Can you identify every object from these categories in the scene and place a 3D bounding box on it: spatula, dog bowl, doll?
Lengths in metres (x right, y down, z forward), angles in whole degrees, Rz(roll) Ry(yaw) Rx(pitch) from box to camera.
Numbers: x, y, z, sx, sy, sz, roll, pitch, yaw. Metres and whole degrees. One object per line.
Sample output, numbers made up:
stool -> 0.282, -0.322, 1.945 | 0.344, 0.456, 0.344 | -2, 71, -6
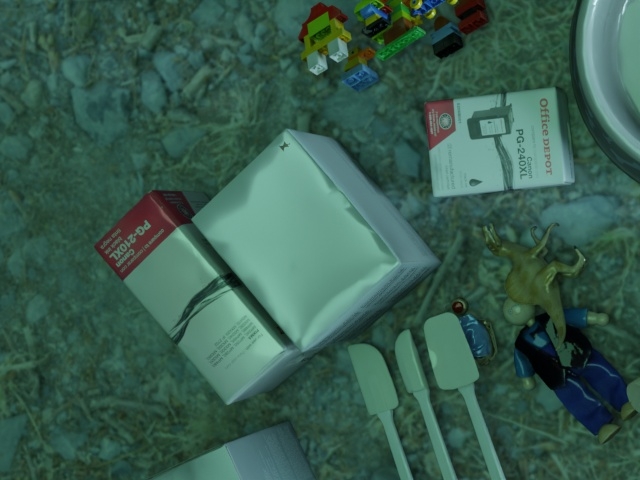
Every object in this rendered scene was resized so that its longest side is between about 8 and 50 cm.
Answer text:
spatula -> 0.128, 0.212, 1.919 | 0.168, 0.019, 0.242 | -21, 85, 35
dog bowl -> 0.428, -0.208, 1.813 | 0.349, 0.102, 0.348 | 0, 90, 17
doll -> 0.273, 0.129, 1.888 | 0.189, 0.046, 0.129 | 47, 112, 17

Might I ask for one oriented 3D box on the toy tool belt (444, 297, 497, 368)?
toy tool belt -> 0.165, 0.103, 1.917 | 0.052, 0.051, 0.083 | -25, 83, 15

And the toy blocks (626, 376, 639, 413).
toy blocks -> 0.514, 0.109, 1.702 | 0.260, 0.309, 0.288 | -29, 60, -25

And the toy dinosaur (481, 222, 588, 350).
toy dinosaur -> 0.249, 0.042, 1.882 | 0.093, 0.053, 0.183 | -37, 54, 6

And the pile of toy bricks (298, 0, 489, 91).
pile of toy bricks -> 0.083, -0.261, 1.925 | 0.212, 0.118, 0.105 | -28, 54, 31

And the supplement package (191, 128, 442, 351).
supplement package -> 0.000, 0.000, 1.886 | 0.149, 0.203, 0.194 | -42, 79, 12

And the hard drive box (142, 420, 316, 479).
hard drive box -> -0.128, 0.285, 1.911 | 0.181, 0.232, 0.089 | -26, 83, 16

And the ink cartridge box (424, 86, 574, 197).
ink cartridge box -> 0.199, -0.108, 1.899 | 0.151, 0.063, 0.109 | -6, 89, 17

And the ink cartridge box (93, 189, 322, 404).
ink cartridge box -> -0.119, 0.061, 1.937 | 0.100, 0.172, 0.237 | -43, 79, 13
